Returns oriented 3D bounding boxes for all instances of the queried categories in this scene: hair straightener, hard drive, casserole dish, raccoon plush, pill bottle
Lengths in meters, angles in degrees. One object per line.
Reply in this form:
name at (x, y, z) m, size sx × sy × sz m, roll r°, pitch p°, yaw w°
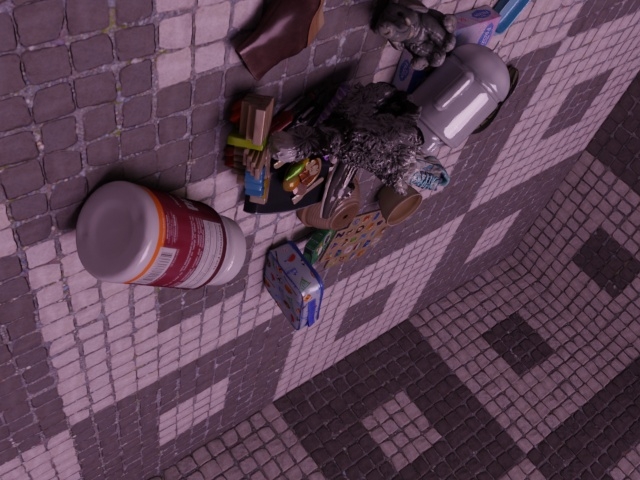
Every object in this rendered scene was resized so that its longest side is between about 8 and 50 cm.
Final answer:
hair straightener at (-0.060, -0.321, 1.676) m, size 0.230 × 0.047 × 0.089 m, roll -44°, pitch 157°, yaw -2°
hard drive at (-0.089, -0.155, 1.832) m, size 0.254 × 0.054 × 0.172 m, roll -13°, pitch 133°, yaw -34°
casserole dish at (0.566, -0.701, 1.944) m, size 0.188 × 0.037 × 0.114 m, roll -52°, pitch 153°, yaw 23°
raccoon plush at (0.072, -0.231, 1.692) m, size 0.446 × 0.216 × 0.299 m, roll -8°, pitch 148°, yaw -10°
pill bottle at (-0.360, 0.002, 1.553) m, size 0.224 × 0.224 × 0.392 m, roll -47°, pitch 156°, yaw 13°

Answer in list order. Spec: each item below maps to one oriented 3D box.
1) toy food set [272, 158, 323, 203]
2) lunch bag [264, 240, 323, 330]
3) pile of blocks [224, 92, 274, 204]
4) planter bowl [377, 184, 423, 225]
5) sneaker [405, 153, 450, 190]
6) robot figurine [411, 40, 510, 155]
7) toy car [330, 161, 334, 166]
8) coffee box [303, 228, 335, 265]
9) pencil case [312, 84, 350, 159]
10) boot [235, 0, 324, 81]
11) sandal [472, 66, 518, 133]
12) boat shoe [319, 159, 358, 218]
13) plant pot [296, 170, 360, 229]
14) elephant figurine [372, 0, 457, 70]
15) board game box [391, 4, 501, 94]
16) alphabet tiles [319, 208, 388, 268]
toy food set at (-0.047, -0.175, 1.761) m, size 0.132 × 0.038 × 0.192 m, roll -39°, pitch 148°, yaw -7°
lunch bag at (-0.085, 0.163, 2.210) m, size 0.115 × 0.243 × 0.303 m, roll -30°, pitch 153°, yaw -22°
pile of blocks at (-0.185, -0.202, 1.576) m, size 0.362 × 0.112 × 0.149 m, roll 97°, pitch 5°, yaw -53°
planter bowl at (0.277, -0.148, 2.373) m, size 0.162 × 0.109 × 0.162 m, roll -31°, pitch 157°, yaw -15°
sneaker at (0.378, -0.238, 2.353) m, size 0.283 × 0.122 × 0.110 m, roll -13°, pitch 144°, yaw -46°
robot figurine at (0.382, -0.401, 1.819) m, size 0.353 × 0.200 × 0.300 m, roll -47°, pitch 175°, yaw 15°
toy car at (-0.017, -0.195, 1.945) m, size 0.122 × 0.040 × 0.060 m, roll -27°, pitch 134°, yaw -25°
coffee box at (0.000, 0.000, 2.230) m, size 0.184 × 0.040 × 0.113 m, roll -52°, pitch 166°, yaw -35°
pencil case at (0.036, -0.317, 1.754) m, size 0.206 × 0.088 × 0.086 m, roll -55°, pitch 173°, yaw 26°
boot at (-0.089, -0.451, 1.337) m, size 0.207 × 0.090 × 0.248 m, roll -41°, pitch 160°, yaw -5°
sandal at (0.588, -0.493, 2.290) m, size 0.303 × 0.086 × 0.120 m, roll -51°, pitch 153°, yaw -14°
boat shoe at (0.087, -0.204, 1.888) m, size 0.112 × 0.095 × 0.335 m, roll -51°, pitch 162°, yaw -71°
plant pot at (0.048, -0.111, 2.103) m, size 0.237 × 0.110 × 0.237 m, roll -32°, pitch 155°, yaw -17°
elephant figurine at (0.206, -0.529, 1.582) m, size 0.239 × 0.186 × 0.170 m, roll 14°, pitch 88°, yaw -32°
board game box at (0.351, -0.509, 1.917) m, size 0.318 × 0.066 × 0.319 m, roll -26°, pitch 152°, yaw -30°
alphabet tiles at (0.148, -0.013, 2.543) m, size 0.342 × 0.011 × 0.285 m, roll -17°, pitch 146°, yaw -42°
